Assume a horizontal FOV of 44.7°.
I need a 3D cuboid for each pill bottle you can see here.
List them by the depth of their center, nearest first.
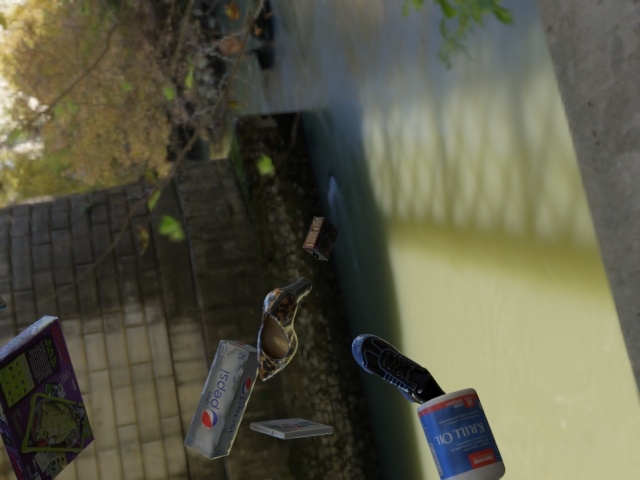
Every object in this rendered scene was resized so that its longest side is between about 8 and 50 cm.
[{"bbox_3d":[0.274,0.402,1.467,0.124,0.124,0.222,113,141,-64],"label":"pill bottle"}]

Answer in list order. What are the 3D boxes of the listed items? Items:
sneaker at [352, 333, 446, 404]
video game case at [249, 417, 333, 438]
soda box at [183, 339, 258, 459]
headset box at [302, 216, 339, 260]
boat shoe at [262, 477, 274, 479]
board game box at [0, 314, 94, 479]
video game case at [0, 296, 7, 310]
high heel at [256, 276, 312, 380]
[{"bbox_3d":[0.173,0.276,1.668,0.090,0.232,0.081,-10,46,58],"label":"sneaker"},{"bbox_3d":[-0.073,0.469,1.944,0.143,0.157,0.019,-1,86,50],"label":"video game case"},{"bbox_3d":[-0.242,0.400,1.970,0.098,0.091,0.286,19,-90,-68],"label":"soda box"},{"bbox_3d":[0.000,0.000,1.671,0.032,0.062,0.083,4,66,38],"label":"headset box"},{"bbox_3d":[-0.122,0.716,2.127,0.049,0.040,0.142,-143,32,-78],"label":"boat shoe"},{"bbox_3d":[-0.623,0.367,1.730,0.056,0.208,0.347,8,119,29],"label":"board game box"},{"bbox_3d":[-0.705,0.102,1.524,0.119,0.015,0.166,53,-163,4],"label":"video game case"},{"bbox_3d":[-0.108,0.207,1.636,0.261,0.093,0.186,-68,-14,18],"label":"high heel"}]
